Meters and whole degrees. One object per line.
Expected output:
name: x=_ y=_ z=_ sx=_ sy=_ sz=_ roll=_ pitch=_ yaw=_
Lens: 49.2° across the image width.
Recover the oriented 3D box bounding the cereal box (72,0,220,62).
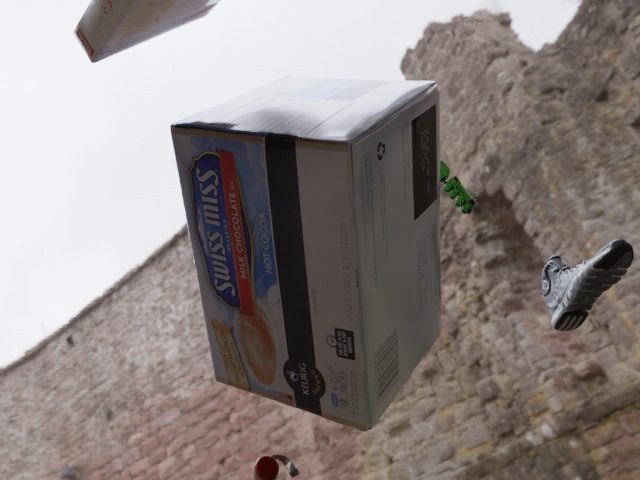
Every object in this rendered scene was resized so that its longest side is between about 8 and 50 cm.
cereal box: x=-0.140 y=-0.275 z=0.712 sx=0.173 sy=0.047 sz=0.240 roll=-37 pitch=10 yaw=-35

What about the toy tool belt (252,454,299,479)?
toy tool belt: x=-0.030 y=0.210 z=0.528 sx=0.052 sy=0.083 sz=0.051 roll=-15 pitch=-39 yaw=-36

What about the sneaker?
sneaker: x=0.488 y=0.055 z=1.335 sx=0.086 sy=0.132 sz=0.229 roll=8 pitch=-51 yaw=-23

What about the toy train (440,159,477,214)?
toy train: x=0.174 y=-0.070 z=0.913 sx=0.023 sy=0.083 sz=0.017 roll=-34 pitch=-16 yaw=-9

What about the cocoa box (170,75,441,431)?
cocoa box: x=0.000 y=0.000 z=0.840 sx=0.231 sy=0.227 sz=0.347 roll=-39 pitch=-48 yaw=-49
